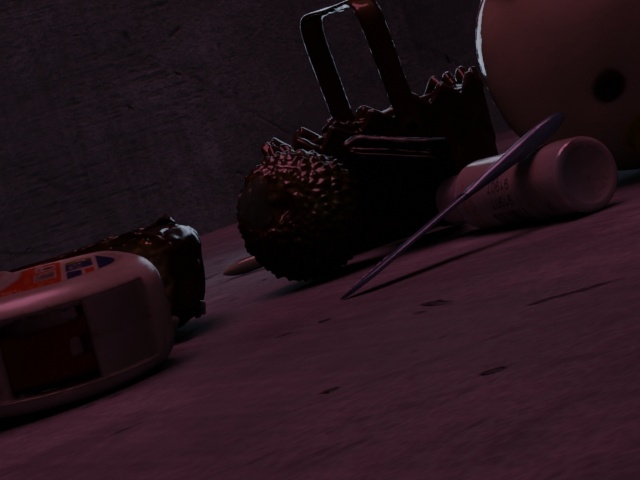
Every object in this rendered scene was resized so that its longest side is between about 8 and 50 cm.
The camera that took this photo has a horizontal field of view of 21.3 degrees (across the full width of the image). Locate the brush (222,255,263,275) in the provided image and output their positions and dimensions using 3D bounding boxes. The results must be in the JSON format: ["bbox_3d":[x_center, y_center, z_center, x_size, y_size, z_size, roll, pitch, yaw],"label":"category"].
[{"bbox_3d":[0.000,0.000,2.418,0.299,0.042,0.039,-21,4,8],"label":"brush"}]

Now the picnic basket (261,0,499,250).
[{"bbox_3d":[0.067,-0.158,2.247,0.291,0.321,0.254,-21,8,-14],"label":"picnic basket"}]

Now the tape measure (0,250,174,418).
[{"bbox_3d":[-0.273,0.096,1.618,0.265,0.130,0.258,-13,6,-8],"label":"tape measure"}]

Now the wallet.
[{"bbox_3d":[0.102,-0.066,2.010,0.122,0.031,0.232,5,-19,12],"label":"wallet"}]

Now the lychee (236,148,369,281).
[{"bbox_3d":[-0.014,-0.028,1.981,0.171,0.171,0.171,-18,4,1],"label":"lychee"}]

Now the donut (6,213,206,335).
[{"bbox_3d":[-0.286,0.076,1.905,0.345,0.136,0.259,-17,2,3],"label":"donut"}]

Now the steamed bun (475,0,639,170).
[{"bbox_3d":[0.368,-0.248,1.978,0.374,0.334,0.334,-21,4,4],"label":"steamed bun"}]

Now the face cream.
[{"bbox_3d":[0.211,-0.056,1.834,0.082,0.082,0.269,-20,3,-27],"label":"face cream"}]

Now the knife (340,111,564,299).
[{"bbox_3d":[0.135,-0.037,1.725,0.313,0.019,0.044,-39,5,-21],"label":"knife"}]
